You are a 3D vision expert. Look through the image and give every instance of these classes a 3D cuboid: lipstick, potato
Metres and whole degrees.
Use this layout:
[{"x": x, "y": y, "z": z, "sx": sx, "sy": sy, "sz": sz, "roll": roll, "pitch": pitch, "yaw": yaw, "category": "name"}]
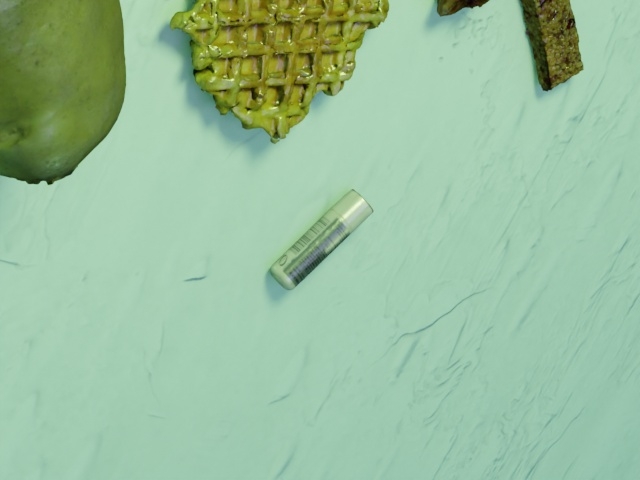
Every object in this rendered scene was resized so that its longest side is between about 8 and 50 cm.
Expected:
[{"x": 0.000, "y": 0.000, "z": 2.024, "sx": 0.141, "sy": 0.040, "sz": 0.040, "roll": -44, "pitch": 134, "yaw": -9, "category": "lipstick"}, {"x": -0.293, "y": -0.214, "z": 1.518, "sx": 0.221, "sy": 0.243, "sz": 0.326, "roll": -26, "pitch": 131, "yaw": -15, "category": "potato"}]

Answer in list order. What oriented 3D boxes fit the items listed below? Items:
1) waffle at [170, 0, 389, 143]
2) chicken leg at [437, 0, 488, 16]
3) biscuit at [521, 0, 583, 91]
[{"x": -0.039, "y": -0.243, "z": 1.840, "sx": 0.254, "sy": 0.052, "sz": 0.245, "roll": -50, "pitch": 133, "yaw": -5, "category": "waffle"}, {"x": 0.189, "y": -0.430, "z": 1.863, "sx": 0.295, "sy": 0.182, "sz": 0.409, "roll": 5, "pitch": 129, "yaw": -30, "category": "chicken leg"}, {"x": 0.280, "y": -0.274, "z": 2.088, "sx": 0.064, "sy": 0.034, "sz": 0.199, "roll": -34, "pitch": 133, "yaw": -18, "category": "biscuit"}]
